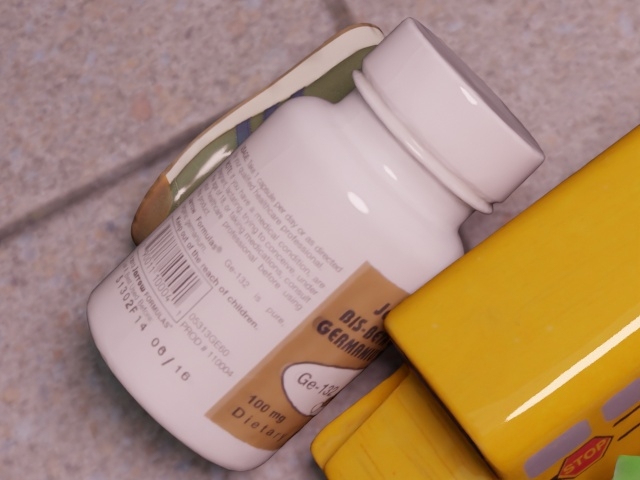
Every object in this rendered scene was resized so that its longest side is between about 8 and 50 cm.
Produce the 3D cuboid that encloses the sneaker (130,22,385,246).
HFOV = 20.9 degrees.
[{"bbox_3d":[-0.013,-0.040,0.991,0.192,0.064,0.086,-41,56,-8],"label":"sneaker"}]

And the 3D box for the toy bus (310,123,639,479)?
[{"bbox_3d":[0.147,0.036,0.869,0.333,0.130,0.108,-36,61,-2],"label":"toy bus"}]

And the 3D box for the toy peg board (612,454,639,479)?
[{"bbox_3d":[0.196,0.174,0.793,0.161,0.079,0.161,-1,64,37],"label":"toy peg board"}]

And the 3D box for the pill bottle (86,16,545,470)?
[{"bbox_3d":[0.000,0.000,0.903,0.229,0.131,0.131,-44,60,11],"label":"pill bottle"}]
